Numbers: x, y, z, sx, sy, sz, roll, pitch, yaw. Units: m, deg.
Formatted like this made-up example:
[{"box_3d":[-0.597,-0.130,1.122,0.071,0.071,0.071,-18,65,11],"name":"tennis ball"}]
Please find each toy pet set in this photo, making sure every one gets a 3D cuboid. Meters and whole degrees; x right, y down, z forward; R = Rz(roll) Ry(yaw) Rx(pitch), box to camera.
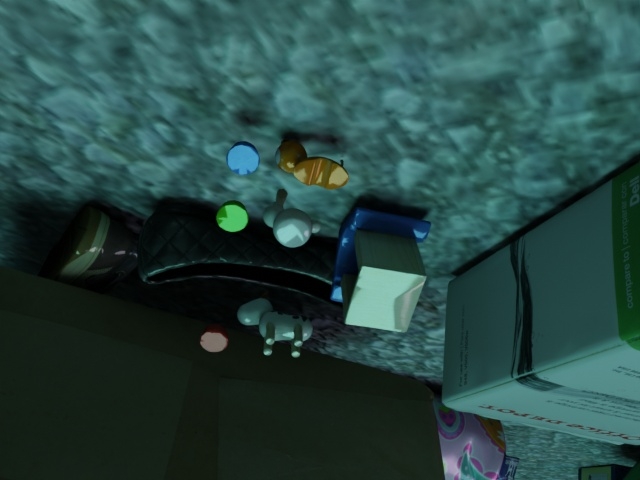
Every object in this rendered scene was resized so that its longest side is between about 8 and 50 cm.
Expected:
[{"box_3d":[0.000,0.000,0.374,0.114,0.065,0.122,10,121,-9],"name":"toy pet set"}]

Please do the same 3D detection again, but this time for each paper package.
[{"box_3d":[-0.124,0.197,0.507,0.325,0.168,0.309,18,139,-18],"name":"paper package"}]

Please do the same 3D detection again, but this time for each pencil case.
[{"box_3d":[0.050,0.203,0.720,0.284,0.124,0.124,16,155,-14],"name":"pencil case"}]

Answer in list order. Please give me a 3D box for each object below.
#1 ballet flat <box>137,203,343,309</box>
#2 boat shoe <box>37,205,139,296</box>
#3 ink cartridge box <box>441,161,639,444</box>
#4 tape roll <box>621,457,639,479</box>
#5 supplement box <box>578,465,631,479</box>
[{"box_3d":[-0.028,0.023,0.432,0.173,0.049,0.057,16,156,-16],"name":"ballet flat"},{"box_3d":[-0.163,0.026,0.475,0.049,0.056,0.152,26,151,-24],"name":"boat shoe"},{"box_3d":[0.178,0.045,0.367,0.153,0.087,0.208,15,154,-15],"name":"ink cartridge box"},{"box_3d":[0.496,0.384,0.805,0.321,0.077,0.321,39,-179,-1],"name":"tape roll"},{"box_3d":[0.430,0.382,1.031,0.056,0.083,0.083,16,156,-13],"name":"supplement box"}]
